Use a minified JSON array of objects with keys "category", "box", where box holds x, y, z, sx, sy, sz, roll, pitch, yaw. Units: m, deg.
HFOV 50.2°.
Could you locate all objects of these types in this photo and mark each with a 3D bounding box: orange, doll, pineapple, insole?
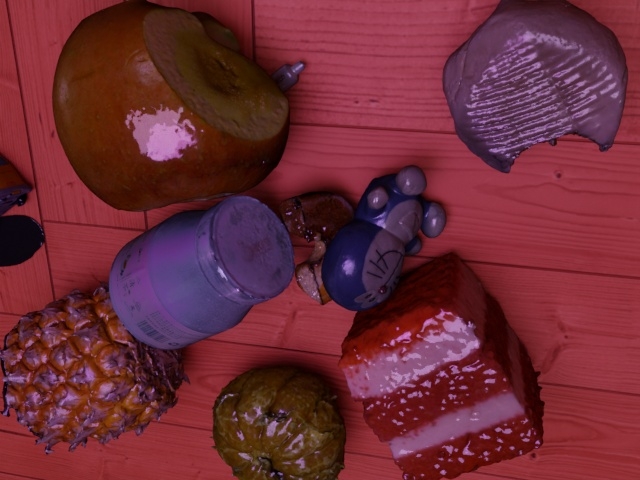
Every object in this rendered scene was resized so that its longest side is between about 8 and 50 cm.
[{"category":"orange","box":[-0.073,0.398,1.430,0.300,0.223,0.301,-19,107,36]},{"category":"doll","box":[0.103,0.004,1.218,0.154,0.228,0.258,18,73,31]},{"category":"pineapple","box":[-0.451,0.251,1.415,0.300,0.352,0.352,-16,107,9]},{"category":"insole","box":[-0.768,0.028,1.565,0.349,0.009,0.119,-24,103,21]}]

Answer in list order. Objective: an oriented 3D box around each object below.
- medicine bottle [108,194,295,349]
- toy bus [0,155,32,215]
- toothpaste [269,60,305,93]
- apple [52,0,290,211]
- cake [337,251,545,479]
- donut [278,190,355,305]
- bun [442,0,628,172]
[{"category":"medicine bottle","box":[-0.214,0.056,1.275,0.290,0.245,0.245,-25,104,37]},{"category":"toy bus","box":[-0.734,-0.096,1.443,0.210,0.126,0.136,-32,92,23]},{"category":"toothpaste","box":[-0.118,-0.261,1.271,0.233,0.038,0.060,-32,97,26]},{"category":"apple","box":[-0.248,-0.229,1.155,0.384,0.374,0.374,-12,110,-1]},{"category":"cake","box":[0.219,0.228,1.259,0.270,0.269,0.319,-29,103,21]},{"category":"donut","box":[0.001,0.002,1.298,0.085,0.141,0.217,13,118,52]},{"category":"bun","box":[0.329,-0.257,1.072,0.282,0.204,0.281,7,128,9]}]
